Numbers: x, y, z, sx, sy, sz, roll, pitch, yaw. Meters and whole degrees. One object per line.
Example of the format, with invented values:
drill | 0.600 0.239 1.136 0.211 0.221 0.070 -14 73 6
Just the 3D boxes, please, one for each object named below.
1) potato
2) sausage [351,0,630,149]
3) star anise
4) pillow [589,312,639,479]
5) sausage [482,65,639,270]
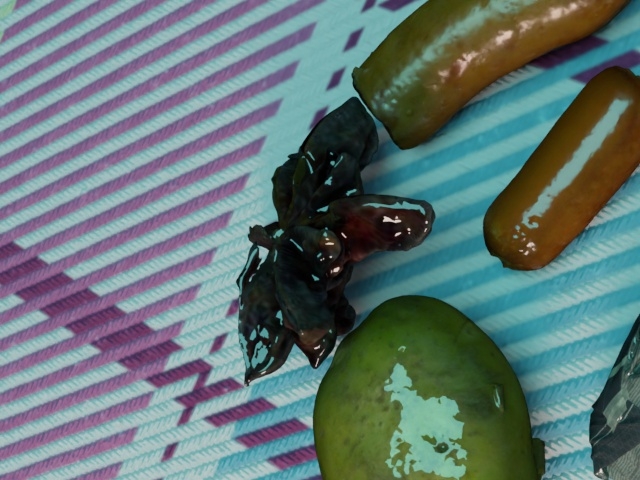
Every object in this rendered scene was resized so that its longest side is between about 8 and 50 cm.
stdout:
potato | 0.089 0.170 0.872 0.197 0.148 0.228 -50 63 28
sausage | 0.155 -0.185 0.909 0.270 0.109 0.109 -29 72 22
star anise | -0.002 0.002 0.925 0.282 0.129 0.212 -105 34 -54
pillow | 0.332 0.064 0.791 0.161 0.092 0.335 32 98 21
sausage | 0.212 -0.056 0.878 0.076 0.076 0.197 44 105 24
